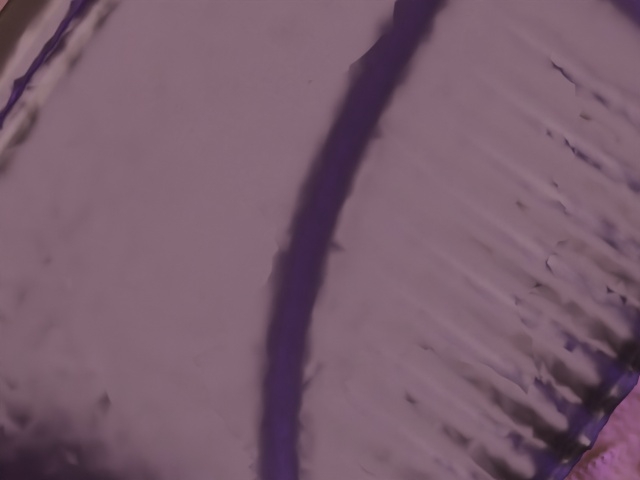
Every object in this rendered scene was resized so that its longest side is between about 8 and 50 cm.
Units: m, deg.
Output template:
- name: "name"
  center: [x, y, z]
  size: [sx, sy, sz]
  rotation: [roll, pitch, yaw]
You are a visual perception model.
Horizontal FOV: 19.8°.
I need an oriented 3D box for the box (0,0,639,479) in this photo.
- name: "box"
  center: [0.000, 0.000, 0.484]
  size: [0.178, 0.138, 0.274]
  rotation: [36, 92, 8]
